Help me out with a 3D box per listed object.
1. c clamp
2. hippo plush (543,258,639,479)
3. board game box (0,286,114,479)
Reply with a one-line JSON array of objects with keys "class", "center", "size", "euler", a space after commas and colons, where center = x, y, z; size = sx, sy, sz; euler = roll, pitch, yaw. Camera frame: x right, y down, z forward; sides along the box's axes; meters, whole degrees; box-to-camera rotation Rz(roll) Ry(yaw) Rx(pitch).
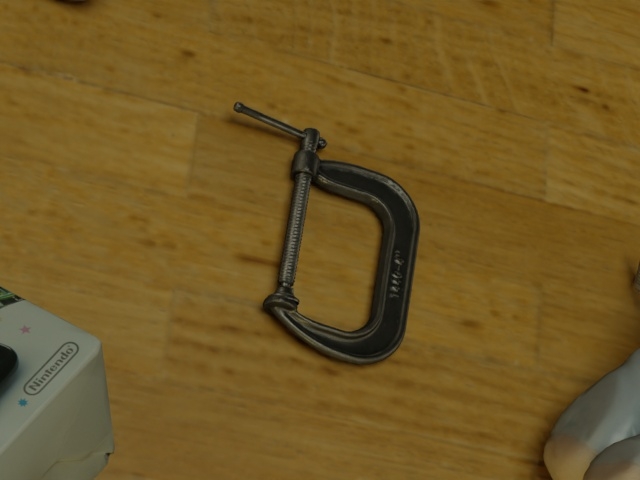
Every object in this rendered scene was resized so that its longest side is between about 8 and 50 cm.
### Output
[{"class": "c clamp", "center": [0.000, 0.000, 1.213], "size": [0.137, 0.022, 0.161], "euler": [14, 61, -21]}, {"class": "hippo plush", "center": [0.297, 0.145, 1.190], "size": [0.236, 0.234, 0.294], "euler": [45, 15, -18]}, {"class": "board game box", "center": [-0.290, 0.085, 0.936], "size": [0.303, 0.098, 0.224], "euler": [25, 51, 22]}]
